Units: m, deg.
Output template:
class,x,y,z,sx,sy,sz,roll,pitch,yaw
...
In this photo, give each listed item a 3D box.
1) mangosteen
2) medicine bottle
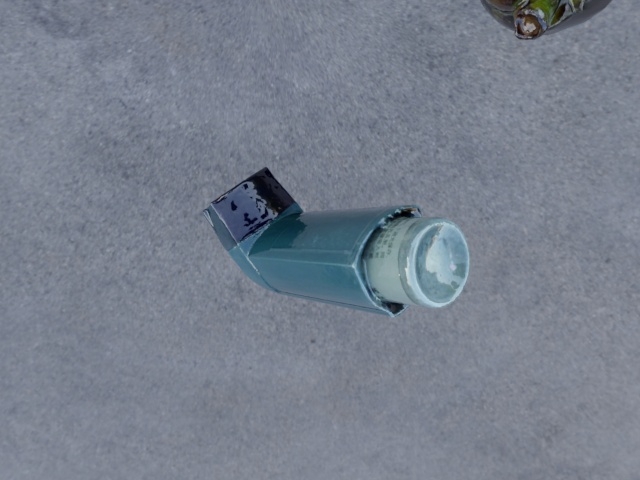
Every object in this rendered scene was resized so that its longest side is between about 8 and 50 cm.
class,x,y,z,sx,sy,sz,roll,pitch,yaw
mangosteen,0.336,-0.390,0.745,0.231,0.289,0.231,13,157,6
medicine bottle,0.000,0.000,0.432,0.079,0.258,0.124,-37,113,-29
